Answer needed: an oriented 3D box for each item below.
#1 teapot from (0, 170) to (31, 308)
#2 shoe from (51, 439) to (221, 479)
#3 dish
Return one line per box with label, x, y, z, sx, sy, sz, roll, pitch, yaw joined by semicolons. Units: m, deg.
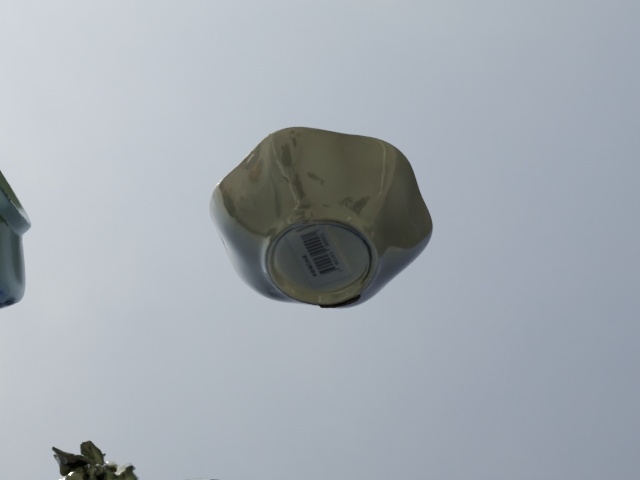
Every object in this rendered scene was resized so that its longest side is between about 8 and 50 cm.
teapot;-0.199;-0.018;0.481;0.158;0.232;0.159;-17;-142;14
shoe;-0.144;0.207;0.962;0.109;0.293;0.149;-25;-93;-50
dish;0.000;0.000;1.101;0.190;0.191;0.066;1;-142;-1
